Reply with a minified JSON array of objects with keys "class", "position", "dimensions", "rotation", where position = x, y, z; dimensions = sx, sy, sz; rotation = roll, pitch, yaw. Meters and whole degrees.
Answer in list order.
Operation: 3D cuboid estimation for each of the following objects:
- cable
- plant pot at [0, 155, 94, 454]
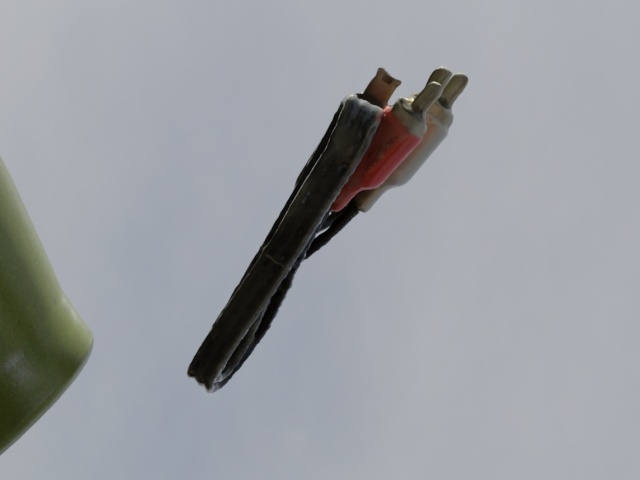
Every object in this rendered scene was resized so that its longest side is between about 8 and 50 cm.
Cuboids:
[{"class":"cable","position":[0.000,0.000,1.249],"dimensions":[0.287,0.072,0.139],"rotation":[-59,176,13]},{"class":"plant pot","position":[-0.350,0.012,1.261],"dimensions":[0.353,0.366,0.366],"rotation":[52,-27,-11]}]
